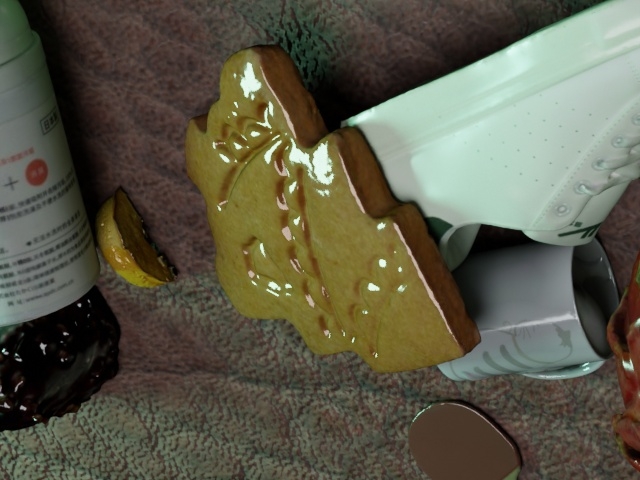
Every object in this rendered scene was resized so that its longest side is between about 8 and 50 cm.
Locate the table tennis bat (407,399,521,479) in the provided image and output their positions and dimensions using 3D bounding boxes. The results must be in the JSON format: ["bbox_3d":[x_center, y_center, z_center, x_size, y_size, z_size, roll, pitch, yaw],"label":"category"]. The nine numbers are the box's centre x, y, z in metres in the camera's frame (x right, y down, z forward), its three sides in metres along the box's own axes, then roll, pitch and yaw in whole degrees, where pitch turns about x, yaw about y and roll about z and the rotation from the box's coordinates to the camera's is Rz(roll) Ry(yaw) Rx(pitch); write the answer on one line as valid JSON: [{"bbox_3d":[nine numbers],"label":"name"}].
[{"bbox_3d":[0.142,0.198,1.501,0.156,0.013,0.087,43,123,-2],"label":"table tennis bat"}]

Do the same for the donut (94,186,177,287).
[{"bbox_3d":[-0.162,0.005,1.513,0.038,0.067,0.083,-27,136,26],"label":"donut"}]

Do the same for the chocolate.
[{"bbox_3d":[-0.265,0.110,1.556,0.156,0.133,0.156,9,121,16],"label":"chocolate"}]

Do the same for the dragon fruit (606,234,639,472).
[{"bbox_3d":[0.332,0.075,1.194,0.277,0.277,0.343,15,112,15],"label":"dragon fruit"}]

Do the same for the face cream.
[{"bbox_3d":[-0.288,-0.123,1.429,0.145,0.145,0.370,0,116,23],"label":"face cream"}]

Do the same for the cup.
[{"bbox_3d":[0.162,0.068,1.364,0.133,0.099,0.136,-11,111,28],"label":"cup"}]

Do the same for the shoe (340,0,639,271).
[{"bbox_3d":[0.188,-0.078,1.243,0.363,0.132,0.160,-21,96,35],"label":"shoe"}]

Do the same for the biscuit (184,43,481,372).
[{"bbox_3d":[0.000,0.000,1.352,0.306,0.043,0.284,37,142,31],"label":"biscuit"}]
